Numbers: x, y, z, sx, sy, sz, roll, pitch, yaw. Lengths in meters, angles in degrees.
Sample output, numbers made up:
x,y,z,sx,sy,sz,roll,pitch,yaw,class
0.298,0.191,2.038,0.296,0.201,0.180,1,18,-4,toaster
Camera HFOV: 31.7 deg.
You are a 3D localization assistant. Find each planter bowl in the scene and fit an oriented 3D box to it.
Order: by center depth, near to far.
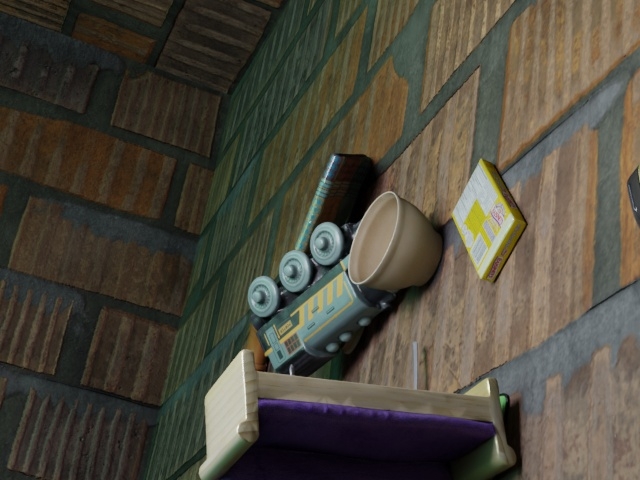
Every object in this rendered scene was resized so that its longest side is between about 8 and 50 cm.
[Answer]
x,y,z,sx,sy,sz,roll,pitch,yaw,class
0.131,0.014,1.849,0.162,0.109,0.162,-54,22,35,planter bowl

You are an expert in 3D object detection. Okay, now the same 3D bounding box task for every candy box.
x,y,z,sx,sy,sz,roll,pitch,yaw,class
0.246,-0.033,1.668,0.105,0.027,0.206,-62,18,23,candy box

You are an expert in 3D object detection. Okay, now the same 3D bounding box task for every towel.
x,y,z,sx,sy,sz,roll,pitch,yaw,class
0.000,0.000,2.265,0.370,0.040,0.271,-68,-12,10,towel

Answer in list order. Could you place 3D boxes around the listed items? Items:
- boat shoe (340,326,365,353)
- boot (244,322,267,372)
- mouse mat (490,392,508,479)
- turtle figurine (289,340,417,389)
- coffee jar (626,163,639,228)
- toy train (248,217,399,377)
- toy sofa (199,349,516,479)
x,y,z,sx,sy,sz,roll,pitch,yaw,class
0.060,0.133,2.079,0.056,0.048,0.153,-151,80,-74,boat shoe
-0.144,0.270,2.596,0.197,0.073,0.152,113,171,-65,boot
0.198,0.300,1.489,0.152,0.007,0.189,145,142,-65,mouse mat
0.059,0.285,1.631,0.266,0.198,0.274,-150,75,-72,turtle figurine
0.388,-0.078,1.130,0.184,0.079,0.096,126,154,-45,coffee jar
0.008,0.104,2.022,0.334,0.142,0.190,-40,64,31,toy train
0.045,0.256,1.367,0.150,0.363,0.177,128,144,-51,toy sofa
